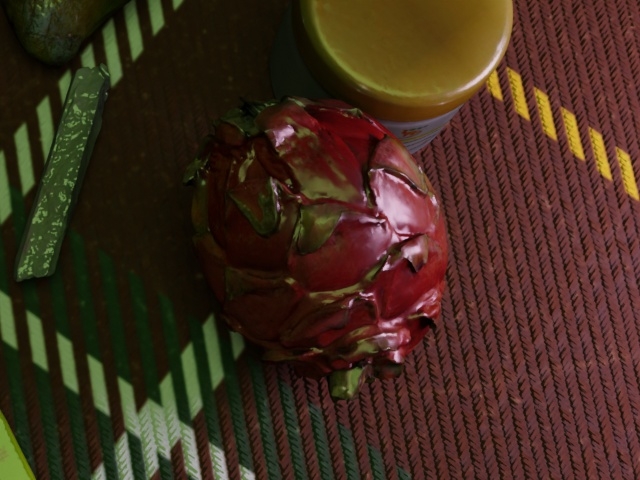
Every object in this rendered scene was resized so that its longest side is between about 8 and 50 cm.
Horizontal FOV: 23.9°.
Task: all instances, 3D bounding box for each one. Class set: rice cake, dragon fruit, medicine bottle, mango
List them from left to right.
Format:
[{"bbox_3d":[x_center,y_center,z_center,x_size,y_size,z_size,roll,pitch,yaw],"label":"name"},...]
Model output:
[{"bbox_3d":[-0.288,-0.074,1.695,0.049,0.055,0.270,13,74,3],"label":"rice cake"},{"bbox_3d":[-0.264,-0.352,1.733,0.193,0.146,0.316,28,86,-2],"label":"mango"},{"bbox_3d":[0.000,0.000,1.615,0.277,0.277,0.342,-16,99,-15],"label":"dragon fruit"},{"bbox_3d":[0.074,-0.229,1.717,0.238,0.232,0.238,3,75,-10],"label":"medicine bottle"}]

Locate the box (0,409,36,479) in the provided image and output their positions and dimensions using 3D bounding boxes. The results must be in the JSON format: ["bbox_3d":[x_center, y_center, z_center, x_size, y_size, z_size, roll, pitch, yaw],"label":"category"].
[{"bbox_3d":[-0.342,0.365,1.570,0.187,0.047,0.335,-26,81,-17],"label":"box"}]
